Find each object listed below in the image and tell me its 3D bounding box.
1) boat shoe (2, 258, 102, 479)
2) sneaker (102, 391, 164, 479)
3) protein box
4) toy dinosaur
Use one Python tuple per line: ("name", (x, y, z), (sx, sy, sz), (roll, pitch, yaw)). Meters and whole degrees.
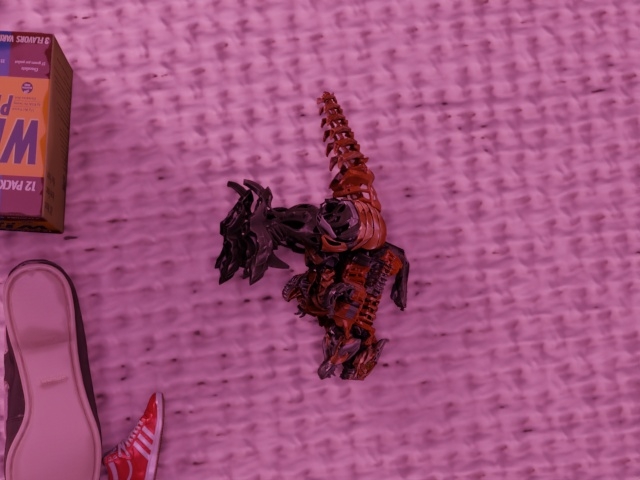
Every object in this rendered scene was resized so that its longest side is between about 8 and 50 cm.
("boat shoe", (-0.312, 0.188, 1.666), (0.112, 0.095, 0.335), (-4, 90, -7))
("sneaker", (-0.220, 0.233, 1.682), (0.067, 0.042, 0.118), (9, 86, -6))
("protein box", (-0.362, -0.118, 1.625), (0.136, 0.200, 0.201), (3, 85, -3))
("toy dinosaur", (0.000, 0.000, 1.691), (0.218, 0.164, 0.322), (1, 66, -18))
